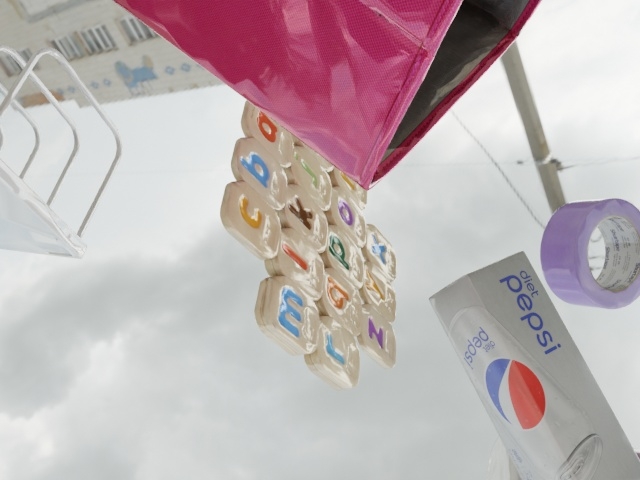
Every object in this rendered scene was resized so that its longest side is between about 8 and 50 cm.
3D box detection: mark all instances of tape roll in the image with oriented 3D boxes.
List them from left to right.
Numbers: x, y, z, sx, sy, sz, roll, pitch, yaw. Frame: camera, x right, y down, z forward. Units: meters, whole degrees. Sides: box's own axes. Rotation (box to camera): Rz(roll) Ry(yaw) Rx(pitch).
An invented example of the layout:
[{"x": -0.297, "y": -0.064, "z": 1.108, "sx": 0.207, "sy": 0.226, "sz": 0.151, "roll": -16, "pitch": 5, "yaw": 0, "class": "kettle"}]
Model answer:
[{"x": 0.478, "y": 0.022, "z": 1.174, "sx": 0.189, "sy": 0.189, "sz": 0.080, "roll": -39, "pitch": -165, "yaw": -21, "class": "tape roll"}]

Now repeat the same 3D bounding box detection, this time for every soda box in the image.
[{"x": 0.244, "y": 0.164, "z": 0.780, "sx": 0.098, "sy": 0.286, "sz": 0.091, "roll": -18, "pitch": 165, "yaw": -28, "class": "soda box"}]

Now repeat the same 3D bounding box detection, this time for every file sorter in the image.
[{"x": -0.405, "y": -0.112, "z": 0.790, "sx": 0.278, "sy": 0.192, "sz": 0.173, "roll": 6, "pitch": -120, "yaw": 20, "class": "file sorter"}]

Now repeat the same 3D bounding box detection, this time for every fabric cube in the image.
[{"x": 0.030, "y": -0.241, "z": 0.434, "sx": 0.258, "sy": 0.259, "sz": 0.254, "roll": 37, "pitch": -125, "yaw": 9, "class": "fabric cube"}]

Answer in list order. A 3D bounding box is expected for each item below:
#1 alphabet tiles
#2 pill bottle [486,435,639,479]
[{"x": 0.000, "y": 0.000, "z": 0.689, "sx": 0.021, "sy": 0.278, "sz": 0.284, "roll": -21, "pitch": -136, "yaw": 29, "class": "alphabet tiles"}, {"x": 0.377, "y": 0.350, "z": 0.877, "sx": 0.302, "sy": 0.169, "sz": 0.169, "roll": 7, "pitch": -144, "yaw": 5, "class": "pill bottle"}]
